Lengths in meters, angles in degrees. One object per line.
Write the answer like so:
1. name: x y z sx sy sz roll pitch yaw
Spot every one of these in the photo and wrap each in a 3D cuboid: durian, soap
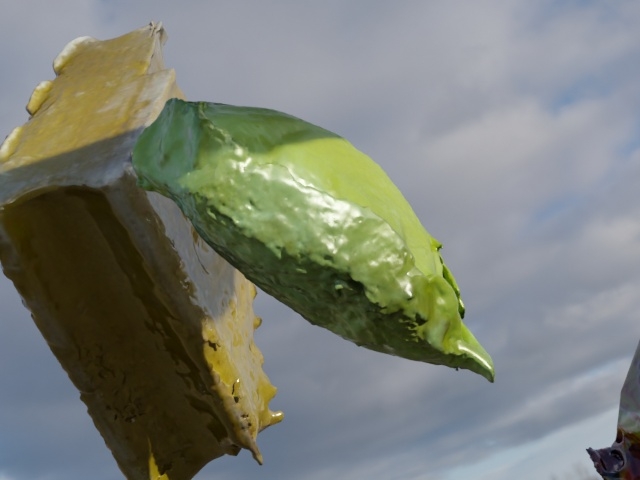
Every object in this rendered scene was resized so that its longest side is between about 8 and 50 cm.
1. durian: 0.000 0.000 0.630 0.250 0.139 0.101 38 -69 -19
2. soap: -0.144 0.015 0.929 0.169 0.304 0.338 -12 -57 13

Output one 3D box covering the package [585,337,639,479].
1. package: 0.293 0.061 0.695 0.108 0.288 0.223 18 3 -3
